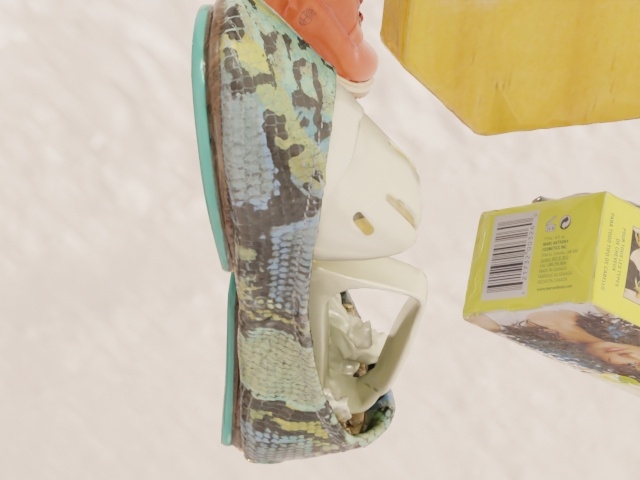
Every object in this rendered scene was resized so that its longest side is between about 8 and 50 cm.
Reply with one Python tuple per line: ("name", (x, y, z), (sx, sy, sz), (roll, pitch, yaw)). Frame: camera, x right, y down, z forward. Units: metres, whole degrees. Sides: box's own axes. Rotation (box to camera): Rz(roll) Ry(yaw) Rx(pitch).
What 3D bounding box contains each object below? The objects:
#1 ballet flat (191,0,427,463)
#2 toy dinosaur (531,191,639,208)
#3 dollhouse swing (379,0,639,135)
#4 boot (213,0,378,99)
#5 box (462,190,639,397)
("ballet flat", (0.000, 0.000, 0.539), (0.070, 0.070, 0.188), (32, 151, 22))
("toy dinosaur", (0.205, 0.024, 1.020), (0.268, 0.064, 0.118), (20, 161, -20))
("dollhouse swing", (0.142, -0.269, 0.842), (0.305, 0.346, 0.315), (104, 151, -45))
("boot", (0.007, -0.139, 1.120), (0.059, 0.085, 0.158), (39, -175, 27))
("box", (0.182, 0.045, 0.919), (0.232, 0.058, 0.087), (23, 159, -35))
